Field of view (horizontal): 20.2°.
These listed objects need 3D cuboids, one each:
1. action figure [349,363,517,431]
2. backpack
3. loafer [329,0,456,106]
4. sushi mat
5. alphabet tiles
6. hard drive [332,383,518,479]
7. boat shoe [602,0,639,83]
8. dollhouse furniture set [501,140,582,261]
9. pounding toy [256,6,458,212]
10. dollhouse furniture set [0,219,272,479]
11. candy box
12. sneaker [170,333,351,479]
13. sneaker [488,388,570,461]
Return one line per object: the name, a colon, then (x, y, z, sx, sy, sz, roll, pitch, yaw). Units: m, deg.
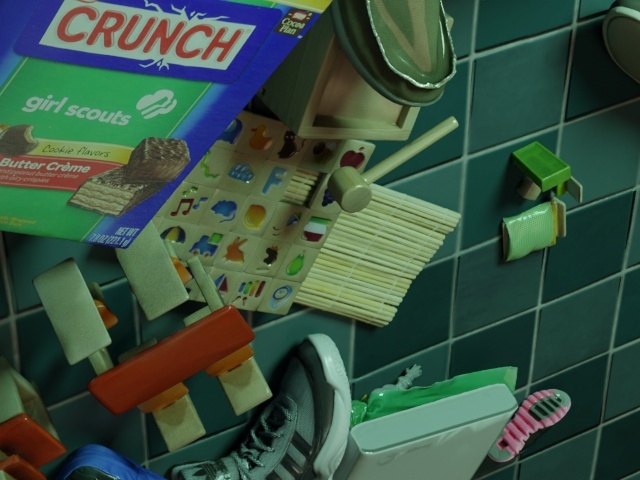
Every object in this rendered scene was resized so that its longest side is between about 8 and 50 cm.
action figure: (0.100, 0.187, 1.980, 0.232, 0.063, 0.137, 1, 124, -42)
backpack: (-0.209, 0.260, 1.778, 0.120, 0.101, 0.098, 27, 102, -13)
loafer: (0.055, -0.232, 1.492, 0.094, 0.087, 0.251, -26, 98, -37)
sushi mat: (0.000, 0.000, 1.785, 0.316, 0.019, 0.151, 17, 111, -44)
alphabet tiles: (-0.078, -0.027, 1.683, 0.237, 0.009, 0.198, 12, 114, -42)
hard drive: (0.078, 0.281, 1.994, 0.203, 0.040, 0.307, -13, 147, -30)
boat shoe: (0.386, -0.191, 1.873, 0.096, 0.112, 0.335, -61, 144, -7)
dollhouse furniture set: (0.238, -0.030, 1.913, 0.076, 0.058, 0.152, -25, 135, -19)
pounding toy: (0.036, -0.135, 1.645, 0.181, 0.094, 0.206, -1, 124, -36)
dollhouse furniture set: (-0.181, 0.134, 1.624, 0.259, 0.135, 0.262, -29, 152, 2)
candy box: (-0.186, -0.146, 1.386, 0.268, 0.122, 0.317, 9, 134, -42)
sneaker: (-0.065, 0.222, 1.853, 0.153, 0.101, 0.269, 2, 112, -27)
sneaker: (0.249, 0.224, 2.147, 0.119, 0.047, 0.057, -38, 154, -2)
